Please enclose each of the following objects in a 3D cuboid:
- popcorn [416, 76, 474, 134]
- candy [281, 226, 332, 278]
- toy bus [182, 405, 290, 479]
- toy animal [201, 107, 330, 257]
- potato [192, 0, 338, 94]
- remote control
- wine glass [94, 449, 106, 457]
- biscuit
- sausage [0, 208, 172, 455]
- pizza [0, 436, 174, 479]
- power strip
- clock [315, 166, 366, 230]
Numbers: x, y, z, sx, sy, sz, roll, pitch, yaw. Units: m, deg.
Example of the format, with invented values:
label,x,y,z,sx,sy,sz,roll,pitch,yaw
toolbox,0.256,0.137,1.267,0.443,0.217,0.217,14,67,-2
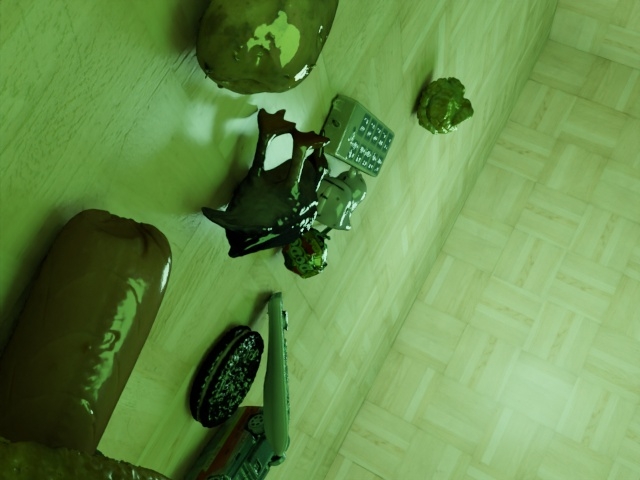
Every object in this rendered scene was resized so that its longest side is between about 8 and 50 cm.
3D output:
label,x,y,z,sx,sy,sz,roll,pitch,yaw
popcorn,0.298,-0.329,1.756,0.135,0.162,0.142,-24,123,-13
candy,0.000,0.000,1.391,0.305,0.083,0.091,-39,114,-71
toy bus,-0.171,0.440,1.367,0.265,0.119,0.121,-53,130,-43
toy animal,-0.060,-0.072,1.001,0.298,0.122,0.186,-60,169,-47
potato,-0.046,-0.243,0.791,0.235,0.128,0.161,-47,160,-60
remote control,-0.082,0.247,1.335,0.103,0.051,0.294,-133,-137,-87
wine glass,-0.315,0.349,0.877,0.093,0.092,0.202,-33,144,-61
biscuit,-0.162,0.240,1.255,0.195,0.053,0.195,-56,162,-29
sausage,-0.247,0.117,0.702,0.304,0.121,0.121,-66,164,-1
pizza,-0.329,0.286,0.595,0.406,0.130,0.440,-38,135,18
power strip,0.074,-0.194,1.375,0.106,0.043,0.367,-67,163,6
clock,0.034,-0.086,1.342,0.117,0.079,0.176,-66,164,7
